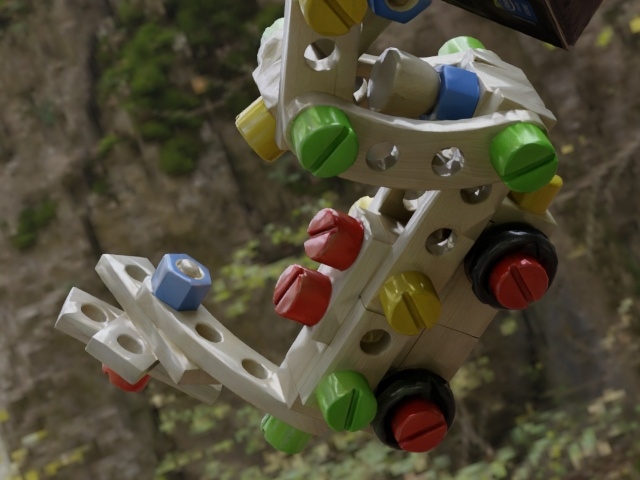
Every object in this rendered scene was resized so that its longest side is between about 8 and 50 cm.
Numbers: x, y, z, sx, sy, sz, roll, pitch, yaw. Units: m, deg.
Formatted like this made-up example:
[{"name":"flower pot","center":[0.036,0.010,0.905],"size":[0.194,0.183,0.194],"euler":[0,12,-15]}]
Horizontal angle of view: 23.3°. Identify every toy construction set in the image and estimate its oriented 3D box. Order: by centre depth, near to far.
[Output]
[{"name":"toy construction set","center":[0.000,0.000,0.816],"size":[0.215,0.151,0.327],"euler":[20,-50,-27]}]

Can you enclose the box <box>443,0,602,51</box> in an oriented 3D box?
[{"name":"box","center":[0.086,-0.253,0.525],"size":[0.257,0.079,0.322],"euler":[-58,-31,-9]}]
